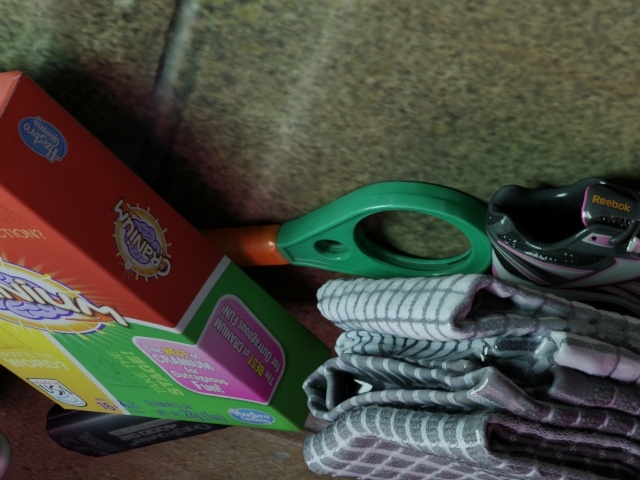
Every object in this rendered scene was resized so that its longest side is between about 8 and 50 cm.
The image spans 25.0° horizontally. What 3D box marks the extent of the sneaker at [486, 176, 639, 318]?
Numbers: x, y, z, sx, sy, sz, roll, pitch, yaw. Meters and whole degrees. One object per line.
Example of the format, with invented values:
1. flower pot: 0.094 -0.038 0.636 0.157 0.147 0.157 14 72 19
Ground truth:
1. sneaker: 0.170 0.002 0.789 0.178 0.072 0.077 -2 145 24

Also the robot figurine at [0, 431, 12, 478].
1. robot figurine: -0.399 0.159 1.160 0.300 0.199 0.353 21 149 -19

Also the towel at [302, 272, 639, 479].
1. towel: 0.147 0.108 0.836 0.284 0.121 0.235 16 172 -21

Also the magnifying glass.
1. magnifying glass: 0.000 0.000 0.907 0.231 0.026 0.092 -5 145 26

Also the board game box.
1. board game box: -0.178 0.018 0.936 0.242 0.064 0.316 -1 147 39

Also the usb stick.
1. usb stick: -0.120 0.131 1.154 0.077 0.045 0.278 28 148 -35
